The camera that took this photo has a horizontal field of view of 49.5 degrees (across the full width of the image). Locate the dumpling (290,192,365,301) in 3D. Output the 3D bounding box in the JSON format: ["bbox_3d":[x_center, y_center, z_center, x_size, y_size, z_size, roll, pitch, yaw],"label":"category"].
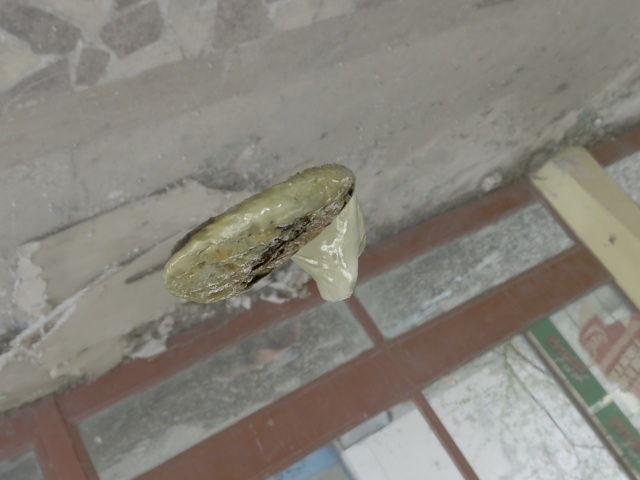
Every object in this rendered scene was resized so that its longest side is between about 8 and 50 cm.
[{"bbox_3d":[0.000,0.000,1.394,0.187,0.243,0.318,-11,162,-14],"label":"dumpling"}]

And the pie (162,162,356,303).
[{"bbox_3d":[-0.080,-0.006,1.032,0.339,0.077,0.339,-31,169,-7],"label":"pie"}]
